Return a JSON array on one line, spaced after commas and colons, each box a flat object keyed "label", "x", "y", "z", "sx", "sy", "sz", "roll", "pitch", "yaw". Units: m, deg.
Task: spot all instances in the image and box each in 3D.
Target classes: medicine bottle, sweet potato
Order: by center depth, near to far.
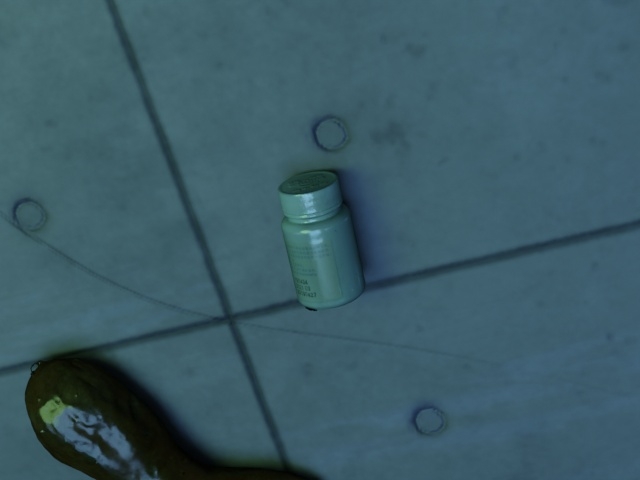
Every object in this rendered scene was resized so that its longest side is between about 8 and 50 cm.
[{"label": "medicine bottle", "x": 0.000, "y": 0.000, "z": 0.924, "sx": 0.047, "sy": 0.047, "sz": 0.083, "roll": -8, "pitch": 111, "yaw": 13}, {"label": "sweet potato", "x": -0.112, "y": 0.161, "z": 1.009, "sx": 0.233, "sy": 0.062, "sz": 0.081, "roll": 29, "pitch": 114, "yaw": -7}]
